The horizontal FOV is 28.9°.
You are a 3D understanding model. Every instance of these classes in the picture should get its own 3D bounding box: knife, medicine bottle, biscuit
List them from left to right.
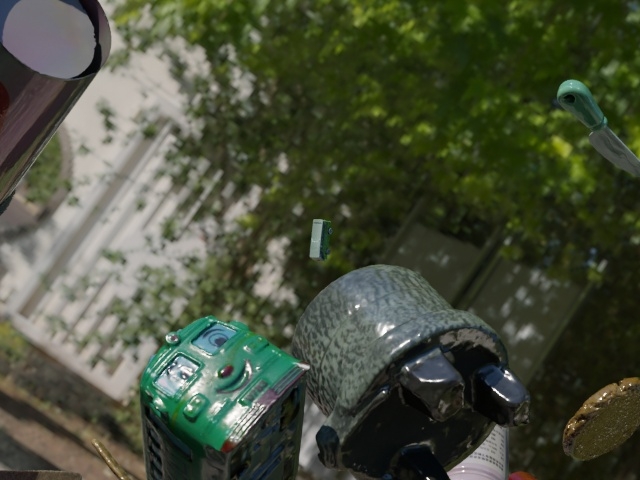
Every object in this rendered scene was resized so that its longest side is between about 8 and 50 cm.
[{"bbox_3d":[-0.411,0.449,2.471,0.147,0.018,0.071,45,-9,24],"label":"biscuit"},{"bbox_3d":[0.252,0.394,2.087,0.133,0.133,0.249,37,36,-21],"label":"medicine bottle"},{"bbox_3d":[0.499,-0.184,2.193,0.063,0.034,0.260,-20,-54,40],"label":"knife"},{"bbox_3d":[0.554,0.341,2.387,0.042,0.226,0.226,52,5,37],"label":"biscuit"}]

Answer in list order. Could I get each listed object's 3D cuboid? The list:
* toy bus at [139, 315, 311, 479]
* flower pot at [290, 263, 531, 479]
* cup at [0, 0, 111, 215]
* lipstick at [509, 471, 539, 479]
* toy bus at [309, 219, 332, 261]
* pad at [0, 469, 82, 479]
[{"bbox_3d":[-0.138,0.256,1.686,0.199,0.183,0.343,34,-34,20],"label":"toy bus"},{"bbox_3d":[0.108,0.211,1.716,0.299,0.299,0.283,41,3,-45],"label":"flower pot"},{"bbox_3d":[-0.342,-0.152,1.267,0.203,0.203,0.288,37,-43,-20],"label":"cup"},{"bbox_3d":[0.402,0.478,2.218,0.080,0.080,0.241,36,-6,-14],"label":"lipstick"},{"bbox_3d":[0.000,0.000,2.527,0.031,0.083,0.037,3,-7,36],"label":"toy bus"},{"bbox_3d":[-0.429,0.476,1.676,0.220,0.330,0.004,8,-15,-34],"label":"pad"}]
